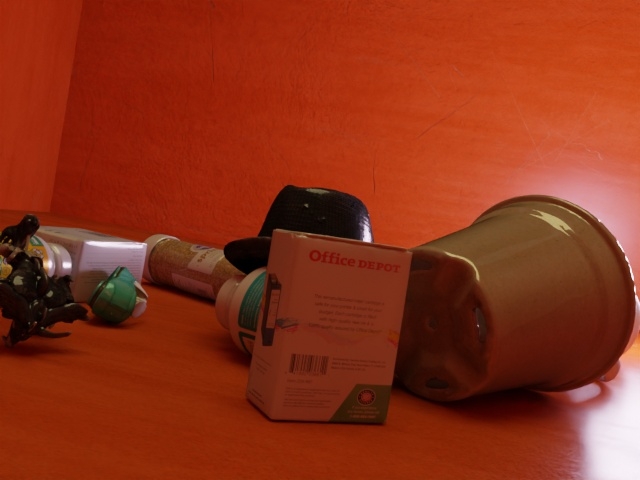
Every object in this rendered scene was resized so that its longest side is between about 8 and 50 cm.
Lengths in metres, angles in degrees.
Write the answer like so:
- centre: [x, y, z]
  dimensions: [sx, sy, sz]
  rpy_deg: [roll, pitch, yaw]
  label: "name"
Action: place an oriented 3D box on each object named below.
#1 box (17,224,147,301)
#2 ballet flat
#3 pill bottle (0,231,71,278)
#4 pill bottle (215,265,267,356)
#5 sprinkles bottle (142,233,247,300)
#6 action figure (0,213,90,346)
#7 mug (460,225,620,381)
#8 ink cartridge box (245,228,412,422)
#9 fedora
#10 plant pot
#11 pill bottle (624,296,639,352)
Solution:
- centre: [-0.475, 0.044, 1.411]
  dimensions: [0.181, 0.118, 0.182]
  rpy_deg: [11, 3, 26]
  label: "box"
- centre: [-0.347, 0.102, 1.253]
  dimensions: [0.087, 0.083, 0.247]
  rpy_deg: [34, -2, -11]
  label: "ballet flat"
- centre: [-0.527, 0.044, 1.203]
  dimensions: [0.118, 0.117, 0.208]
  rpy_deg: [11, 2, 27]
  label: "pill bottle"
- centre: [-0.035, 0.119, 1.062]
  dimensions: [0.264, 0.146, 0.146]
  rpy_deg: [12, 3, 39]
  label: "pill bottle"
- centre: [-0.268, 0.071, 1.646]
  dimensions: [0.356, 0.121, 0.121]
  rpy_deg: [12, 3, 38]
  label: "sprinkles bottle"
- centre: [-0.415, 0.068, 0.962]
  dimensions: [0.164, 0.140, 0.275]
  rpy_deg: [19, 22, -43]
  label: "action figure"
- centre: [0.435, 0.145, 1.404]
  dimensions: [0.374, 0.276, 0.328]
  rpy_deg: [43, -8, -17]
  label: "mug"
- centre: [0.010, 0.100, 0.857]
  dimensions: [0.155, 0.212, 0.093]
  rpy_deg: [8, 2, -25]
  label: "ink cartridge box"
- centre: [0.000, 0.000, 1.221]
  dimensions: [0.334, 0.152, 0.334]
  rpy_deg: [11, -13, 3]
  label: "fedora"
- centre: [0.254, 0.105, 1.101]
  dimensions: [0.306, 0.333, 0.334]
  rpy_deg: [-9, 14, -43]
  label: "plant pot"
- centre: [0.548, 0.166, 1.706]
  dimensions: [0.361, 0.204, 0.204]
  rpy_deg: [9, 2, -9]
  label: "pill bottle"
